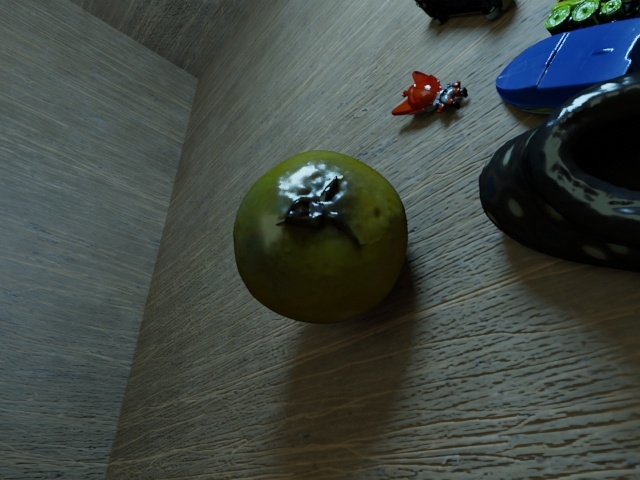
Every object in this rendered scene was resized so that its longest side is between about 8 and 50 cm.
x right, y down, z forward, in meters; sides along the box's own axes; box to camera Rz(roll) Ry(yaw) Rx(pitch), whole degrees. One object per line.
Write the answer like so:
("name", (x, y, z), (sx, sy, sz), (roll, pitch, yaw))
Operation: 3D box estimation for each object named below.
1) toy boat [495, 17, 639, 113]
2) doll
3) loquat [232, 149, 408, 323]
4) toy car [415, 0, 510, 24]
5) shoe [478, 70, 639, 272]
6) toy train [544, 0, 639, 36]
("toy boat", (0.373, -0.258, 0.665), (0.129, 0.088, 0.295), (-62, 23, 6))
("doll", (0.228, -0.306, 0.907), (0.109, 0.057, 0.169), (-61, 33, 3))
("loquat", (0.000, 0.000, 0.832), (0.359, 0.328, 0.329), (78, -157, -70))
("toy car", (0.306, -0.549, 0.915), (0.124, 0.101, 0.256), (-58, 33, 6))
("shoe", (0.309, -0.070, 0.485), (0.384, 0.237, 0.171), (29, 94, 56))
("toy train", (0.456, -0.345, 0.625), (0.249, 0.053, 0.085), (23, 83, 56))
